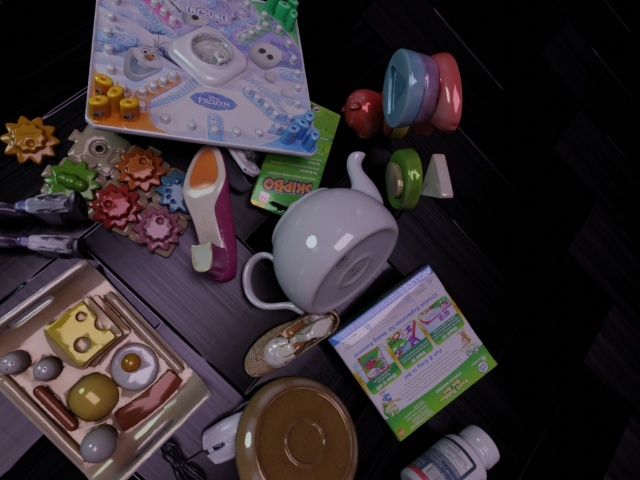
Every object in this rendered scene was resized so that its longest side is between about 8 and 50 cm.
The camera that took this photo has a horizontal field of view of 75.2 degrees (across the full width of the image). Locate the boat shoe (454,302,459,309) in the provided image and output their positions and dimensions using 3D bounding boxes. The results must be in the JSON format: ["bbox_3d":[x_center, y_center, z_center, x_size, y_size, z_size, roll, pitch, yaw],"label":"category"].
[{"bbox_3d":[0.273,0.162,0.905,0.059,0.063,0.170,-31,92,-34],"label":"boat shoe"}]

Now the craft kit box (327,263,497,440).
[{"bbox_3d":[0.181,0.217,0.828,0.249,0.061,0.247,-35,90,-6],"label":"craft kit box"}]

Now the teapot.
[{"bbox_3d":[0.000,0.000,0.760,0.255,0.253,0.187,-26,59,-37],"label":"teapot"}]

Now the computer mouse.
[{"bbox_3d":[-0.165,0.344,0.719,0.192,0.042,0.106,-29,89,-22],"label":"computer mouse"}]

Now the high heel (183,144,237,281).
[{"bbox_3d":[-0.186,-0.048,0.762,0.082,0.117,0.244,-11,75,10],"label":"high heel"}]

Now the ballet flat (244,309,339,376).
[{"bbox_3d":[-0.048,0.184,0.777,0.206,0.067,0.073,-34,95,-21],"label":"ballet flat"}]

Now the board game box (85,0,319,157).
[{"bbox_3d":[-0.201,-0.352,0.769,0.389,0.050,0.391,2,66,-24],"label":"board game box"}]

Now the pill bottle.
[{"bbox_3d":[0.258,0.450,0.815,0.180,0.108,0.108,-25,89,-22],"label":"pill bottle"}]

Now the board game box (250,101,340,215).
[{"bbox_3d":[-0.051,-0.170,0.860,0.124,0.039,0.260,21,72,-15],"label":"board game box"}]

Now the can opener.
[{"bbox_3d":[-0.209,-0.223,0.787,0.093,0.074,0.281,-34,87,16],"label":"can opener"}]

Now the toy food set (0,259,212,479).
[{"bbox_3d":[-0.356,0.212,0.649,0.219,0.092,0.306,-43,96,-21],"label":"toy food set"}]

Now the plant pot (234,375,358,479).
[{"bbox_3d":[-0.030,0.352,0.724,0.236,0.032,0.237,16,52,-21],"label":"plant pot"}]

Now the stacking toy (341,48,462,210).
[{"bbox_3d":[0.138,-0.202,0.813,0.130,0.309,0.280,-1,91,-12],"label":"stacking toy"}]

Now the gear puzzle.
[{"bbox_3d":[-0.379,-0.121,0.729,0.338,0.044,0.176,29,72,-12],"label":"gear puzzle"}]

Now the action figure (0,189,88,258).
[{"bbox_3d":[-0.520,-0.027,0.636,0.284,0.099,0.186,0,87,-16],"label":"action figure"}]
